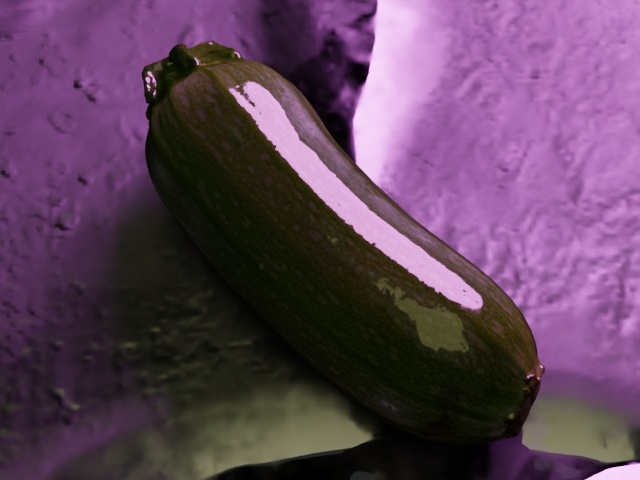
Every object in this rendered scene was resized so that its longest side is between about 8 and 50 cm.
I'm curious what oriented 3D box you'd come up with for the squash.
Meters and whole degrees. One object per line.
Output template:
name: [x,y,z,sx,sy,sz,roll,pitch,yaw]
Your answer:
squash: [0.000,0.000,0.750,0.077,0.068,0.219,-42,64,0]
